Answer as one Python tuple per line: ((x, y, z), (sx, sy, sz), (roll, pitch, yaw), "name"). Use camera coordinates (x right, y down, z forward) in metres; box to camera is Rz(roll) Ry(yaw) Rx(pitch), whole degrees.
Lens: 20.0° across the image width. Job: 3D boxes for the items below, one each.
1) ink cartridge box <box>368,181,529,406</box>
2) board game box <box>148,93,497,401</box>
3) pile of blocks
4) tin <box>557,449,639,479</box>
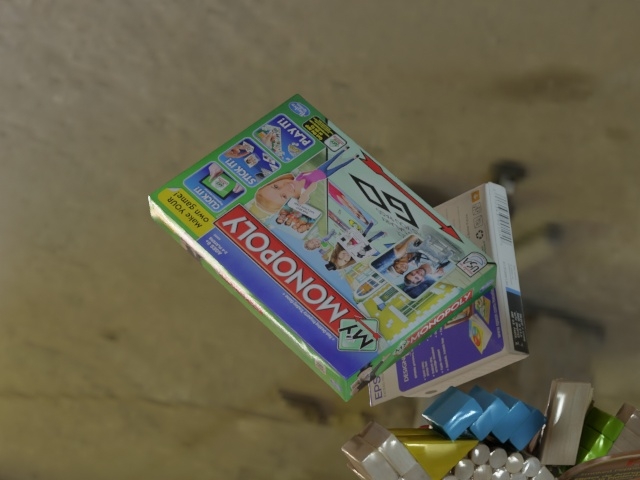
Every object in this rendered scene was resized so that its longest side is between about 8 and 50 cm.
((0.132, 0.065, 2.036), (0.208, 0.206, 0.045), (-25, 150, 38), "ink cartridge box")
((0.000, 0.000, 1.909), (0.317, 0.213, 0.046), (42, 154, 27), "board game box")
((0.176, 0.190, 1.760), (0.362, 0.149, 0.112), (8, -171, -28), "pile of blocks")
((0.280, 0.189, 1.410), (0.190, 0.106, 0.040), (-10, 103, 19), "tin")
